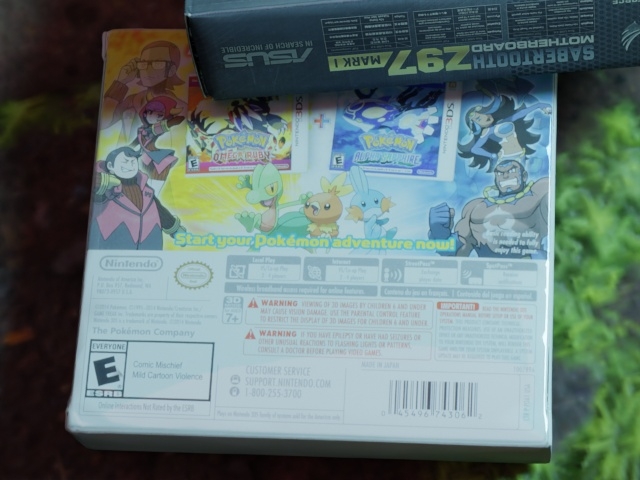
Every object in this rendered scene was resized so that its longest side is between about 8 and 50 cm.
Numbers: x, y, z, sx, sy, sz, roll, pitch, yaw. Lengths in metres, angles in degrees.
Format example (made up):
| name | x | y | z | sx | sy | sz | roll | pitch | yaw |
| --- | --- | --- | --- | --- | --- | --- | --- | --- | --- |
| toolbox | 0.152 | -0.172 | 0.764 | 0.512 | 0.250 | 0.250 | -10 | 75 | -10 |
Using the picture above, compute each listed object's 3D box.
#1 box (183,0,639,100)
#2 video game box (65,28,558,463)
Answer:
| name | x | y | z | sx | sy | sz | roll | pitch | yaw |
| --- | --- | --- | --- | --- | --- | --- | --- | --- | --- |
| box | 0.060 | -0.154 | 0.845 | 0.232 | 0.059 | 0.183 | -5 | 51 | 6 |
| video game box | 0.000 | 0.000 | 0.836 | 0.205 | 0.048 | 0.187 | 2 | 73 | 7 |
